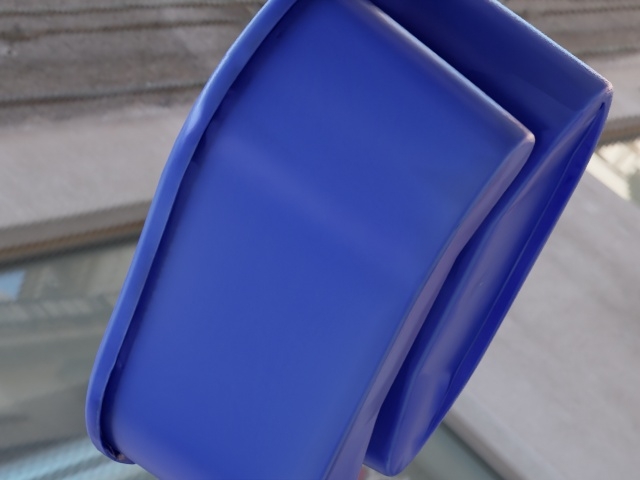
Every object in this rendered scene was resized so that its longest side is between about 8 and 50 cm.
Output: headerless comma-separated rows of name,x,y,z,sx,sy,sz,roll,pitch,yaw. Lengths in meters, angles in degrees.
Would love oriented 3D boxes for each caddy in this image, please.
caddy,0.000,0.000,0.727,0.241,0.179,0.341,-31,-29,-56
